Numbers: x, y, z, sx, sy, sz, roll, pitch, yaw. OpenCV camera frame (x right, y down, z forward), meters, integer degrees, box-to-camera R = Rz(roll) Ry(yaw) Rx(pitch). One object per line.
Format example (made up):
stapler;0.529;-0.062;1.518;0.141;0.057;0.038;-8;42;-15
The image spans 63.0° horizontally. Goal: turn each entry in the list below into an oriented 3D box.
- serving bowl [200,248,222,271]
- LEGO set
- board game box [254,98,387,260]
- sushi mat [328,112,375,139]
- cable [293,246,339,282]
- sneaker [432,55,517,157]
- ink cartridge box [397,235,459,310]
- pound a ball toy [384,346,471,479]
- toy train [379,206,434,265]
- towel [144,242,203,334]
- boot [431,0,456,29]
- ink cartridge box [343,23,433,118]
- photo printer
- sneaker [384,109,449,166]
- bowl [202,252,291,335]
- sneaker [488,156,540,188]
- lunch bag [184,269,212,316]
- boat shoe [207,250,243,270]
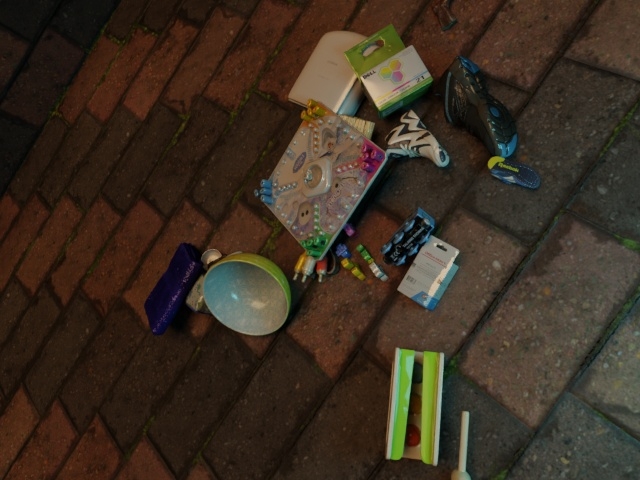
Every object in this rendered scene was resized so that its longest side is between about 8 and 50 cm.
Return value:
serving bowl;-0.391;0.074;1.896;0.083;0.027;0.083;-2;80;9
LEGO set;0.099;0.045;1.568;0.087;0.093;0.227;-42;58;14
board game box;-0.022;-0.201;1.641;0.390;0.050;0.390;47;112;39
sushi mat;0.064;-0.243;1.670;0.151;0.019;0.317;15;93;16
cable;0.000;0.000;1.658;0.139;0.072;0.287;3;76;27
sneaker;0.441;-0.360;1.494;0.139;0.125;0.341;-44;54;43
ink cartridge box;0.307;0.090;1.445;0.104;0.060;0.180;33;93;35
pound a ball toy;0.276;0.446;1.328;0.208;0.136;0.319;5;76;7
toy train;0.245;-0.006;1.483;0.080;0.105;0.184;39;120;-5
towel;-0.538;0.166;1.886;0.308;0.076;0.227;-60;27;5
boot;0.414;-0.736;1.658;0.106;0.037;0.114;-36;55;33
ink cartridge box;0.203;-0.539;1.619;0.188;0.097;0.255;-30;83;7
photo printer;0.060;-0.563;1.779;0.256;0.107;0.308;33;93;34
sneaker;0.272;-0.269;1.563;0.153;0.094;0.235;-39;58;17
bowl;-0.214;0.145;1.674;0.289;0.290;0.156;-18;23;26
sneaker;0.520;-0.179;1.408;0.144;0.059;0.053;29;79;16
lunch bag;-0.417;0.179;1.844;0.151;0.096;0.129;24;88;44
boat shoe;-0.339;0.070;1.848;0.142;0.049;0.040;-29;54;4
